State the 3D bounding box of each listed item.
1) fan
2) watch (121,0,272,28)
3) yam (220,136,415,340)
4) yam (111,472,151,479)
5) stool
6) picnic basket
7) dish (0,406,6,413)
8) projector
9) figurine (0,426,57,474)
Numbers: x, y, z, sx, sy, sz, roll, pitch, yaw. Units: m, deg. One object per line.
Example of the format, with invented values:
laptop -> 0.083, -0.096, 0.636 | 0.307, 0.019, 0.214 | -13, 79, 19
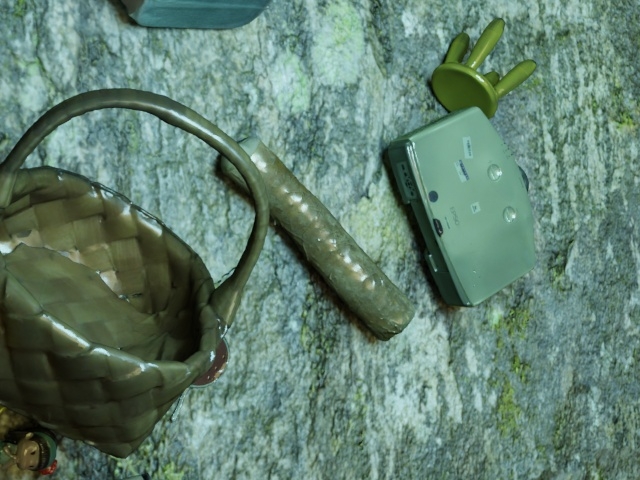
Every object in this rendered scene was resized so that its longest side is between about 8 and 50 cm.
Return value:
fan -> -0.167, 0.174, 1.053 | 0.085, 0.005, 0.133 | 27, 76, -25
watch -> -0.141, -0.404, 1.000 | 0.254, 0.162, 0.241 | -7, 85, -29
yam -> 0.000, 0.000, 1.102 | 0.356, 0.081, 0.081 | 47, 70, -19
yam -> -0.326, 0.323, 0.947 | 0.264, 0.046, 0.046 | -7, 92, -27
stool -> 0.240, -0.254, 1.212 | 0.110, 0.135, 0.134 | -50, 155, -22
picnic basket -> -0.201, 0.001, 0.830 | 0.293, 0.337, 0.337 | 31, 76, -24
dish -> -0.412, 0.141, 0.886 | 0.208, 0.080, 0.148 | -16, 93, -25
projector -> 0.221, -0.055, 1.210 | 0.194, 0.088, 0.269 | -27, 102, -26
figurine -> -0.358, 0.247, 0.932 | 0.106, 0.047, 0.059 | 5, 109, -25
